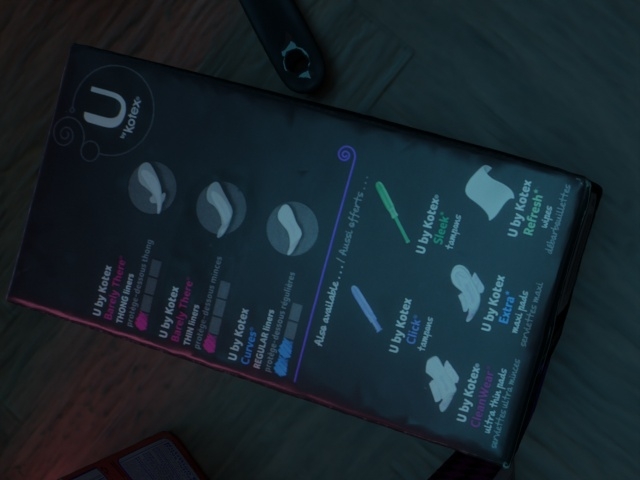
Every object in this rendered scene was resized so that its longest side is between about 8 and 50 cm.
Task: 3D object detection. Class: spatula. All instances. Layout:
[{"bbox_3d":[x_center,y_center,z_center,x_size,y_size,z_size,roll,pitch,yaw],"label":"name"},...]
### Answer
[{"bbox_3d":[-0.072,-0.219,0.698,0.084,0.030,0.296,-31,83,11],"label":"spatula"}]

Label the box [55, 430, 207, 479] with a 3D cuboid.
[{"bbox_3d":[-0.079,0.277,0.642,0.142,0.154,0.300,-39,82,13],"label":"box"}]

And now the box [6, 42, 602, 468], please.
[{"bbox_3d":[0.000,0.000,0.610,0.270,0.165,0.143,16,95,14],"label":"box"}]

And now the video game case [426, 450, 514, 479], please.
[{"bbox_3d":[0.059,0.229,0.563,0.042,0.232,0.210,3,92,17],"label":"video game case"}]
